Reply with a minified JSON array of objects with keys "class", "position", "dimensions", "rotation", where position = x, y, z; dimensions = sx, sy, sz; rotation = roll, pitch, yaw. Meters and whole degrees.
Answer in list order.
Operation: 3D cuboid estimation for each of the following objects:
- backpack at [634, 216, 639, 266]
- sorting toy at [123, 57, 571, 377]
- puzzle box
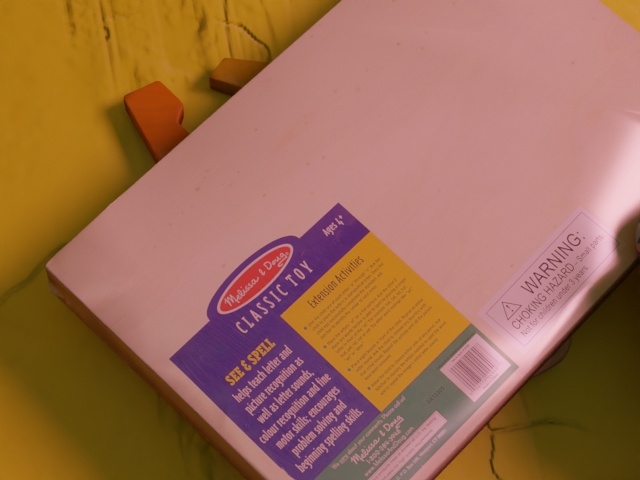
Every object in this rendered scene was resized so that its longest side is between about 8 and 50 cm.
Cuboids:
[{"class":"backpack","position":[0.330,0.048,0.969],"dimensions":[0.225,0.191,0.253],"rotation":[-31,118,-12]},{"class":"sorting toy","position":[0.000,0.000,1.058],"dimensions":[0.229,0.041,0.307],"rotation":[-26,71,-13]},{"class":"puzzle box","position":[0.057,-0.021,1.018],"dimensions":[0.272,0.052,0.409],"rotation":[43,72,13]}]
